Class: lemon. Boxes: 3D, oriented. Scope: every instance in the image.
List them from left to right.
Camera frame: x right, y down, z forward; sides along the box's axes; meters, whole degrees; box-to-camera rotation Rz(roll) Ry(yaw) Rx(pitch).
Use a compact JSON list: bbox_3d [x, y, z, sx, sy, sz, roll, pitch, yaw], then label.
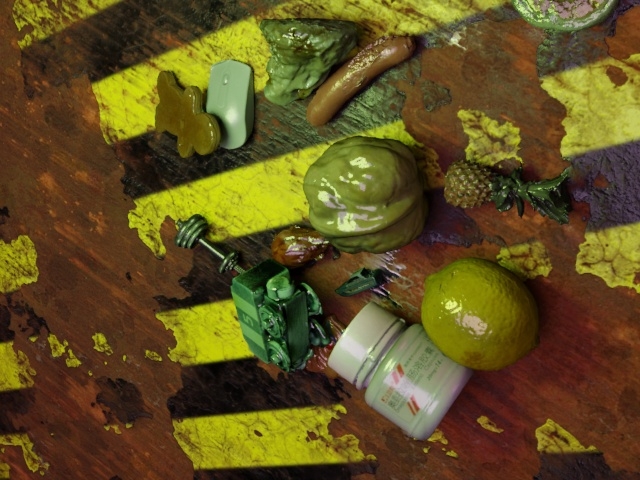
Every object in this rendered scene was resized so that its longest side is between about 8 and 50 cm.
[{"bbox_3d":[0.359,0.166,1.750,0.268,0.267,0.267,9,111,26],"label":"lemon"}]

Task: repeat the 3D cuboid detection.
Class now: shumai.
[{"bbox_3d":[-0.029,-0.411,1.781,0.272,0.222,0.203,-145,52,-67],"label":"shumai"}]

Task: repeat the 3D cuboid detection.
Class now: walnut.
[{"bbox_3d":[0.106,-0.106,1.788,0.277,0.253,0.281,-3,105,29],"label":"walnut"}]

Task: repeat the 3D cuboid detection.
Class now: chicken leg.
[{"bbox_3d":[0.000,0.000,1.986,0.305,0.093,0.113,-13,89,27],"label":"chicken leg"}]

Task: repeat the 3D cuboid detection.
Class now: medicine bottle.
[{"bbox_3d":[0.195,0.311,1.887,0.302,0.241,0.241,34,119,15],"label":"medicine bottle"}]

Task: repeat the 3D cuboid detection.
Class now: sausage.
[{"bbox_3d":[0.084,-0.382,1.811,0.087,0.079,0.327,38,128,-24],"label":"sausage"}]

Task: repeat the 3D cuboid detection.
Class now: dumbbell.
[{"bbox_3d":[-0.298,0.024,2.146,0.255,0.110,0.110,37,120,5],"label":"dumbbell"}]

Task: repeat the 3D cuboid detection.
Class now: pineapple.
[{"bbox_3d":[0.413,-0.109,1.699,0.278,0.130,0.118,8,122,24],"label":"pineapple"}]

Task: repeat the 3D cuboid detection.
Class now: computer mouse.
[{"bbox_3d":[-0.237,-0.351,1.999,0.128,0.079,0.230,5,105,25],"label":"computer mouse"}]

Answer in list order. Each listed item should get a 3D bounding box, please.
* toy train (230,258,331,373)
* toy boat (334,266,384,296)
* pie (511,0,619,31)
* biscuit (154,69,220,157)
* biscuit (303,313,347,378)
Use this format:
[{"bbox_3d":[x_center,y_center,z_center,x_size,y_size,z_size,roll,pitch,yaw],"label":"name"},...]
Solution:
[{"bbox_3d":[-0.107,0.200,2.022,0.238,0.167,0.298,30,139,42],"label":"toy train"},{"bbox_3d":[0.092,0.111,1.986,0.141,0.055,0.060,-24,102,33],"label":"toy boat"},{"bbox_3d":[0.492,-0.533,1.557,0.241,0.054,0.240,8,108,26],"label":"pie"},{"bbox_3d":[-0.348,-0.318,2.033,0.302,0.049,0.196,37,128,40],"label":"biscuit"},{"bbox_3d":[0.022,0.296,2.101,0.280,0.043,0.183,-18,94,29],"label":"biscuit"}]
